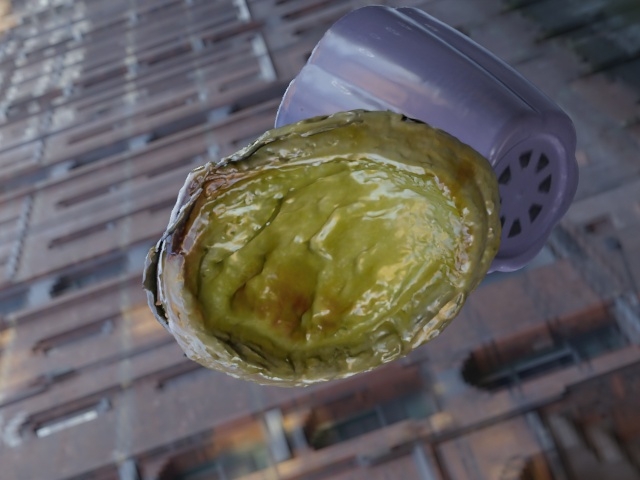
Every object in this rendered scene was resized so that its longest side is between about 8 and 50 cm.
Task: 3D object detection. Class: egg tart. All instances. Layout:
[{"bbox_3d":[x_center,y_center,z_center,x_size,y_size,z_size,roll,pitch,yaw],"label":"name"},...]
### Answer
[{"bbox_3d":[0.000,0.000,1.154,0.279,0.279,0.095,71,176,-46],"label":"egg tart"}]

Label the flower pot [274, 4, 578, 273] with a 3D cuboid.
[{"bbox_3d":[0.122,-0.084,1.620,0.243,0.265,0.265,33,154,39],"label":"flower pot"}]
